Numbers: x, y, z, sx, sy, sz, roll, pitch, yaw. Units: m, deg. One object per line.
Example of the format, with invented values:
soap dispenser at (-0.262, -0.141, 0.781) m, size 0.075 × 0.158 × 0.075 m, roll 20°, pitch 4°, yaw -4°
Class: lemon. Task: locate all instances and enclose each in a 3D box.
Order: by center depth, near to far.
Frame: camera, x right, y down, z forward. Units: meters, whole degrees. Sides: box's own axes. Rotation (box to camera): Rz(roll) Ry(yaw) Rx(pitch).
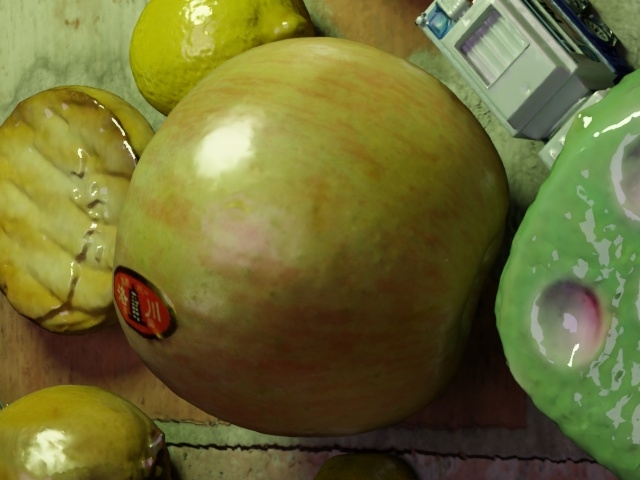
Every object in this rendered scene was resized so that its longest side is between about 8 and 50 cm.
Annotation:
lemon at (-0.106, -0.207, 1.875) m, size 0.244 × 0.187 × 0.186 m, roll -7°, pitch 85°, yaw 38°

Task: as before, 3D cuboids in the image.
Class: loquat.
loquat at (-0.285, 0.269, 1.980) m, size 0.238 × 0.238 × 0.193 m, roll 6°, pitch 110°, yaw 36°

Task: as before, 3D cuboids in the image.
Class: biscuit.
biscuit at (-0.286, -0.037, 2.058) m, size 0.296 × 0.102 × 0.296 m, roll 2°, pitch 93°, yaw 39°

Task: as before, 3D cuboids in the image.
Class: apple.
apple at (0.000, 0.000, 1.686) m, size 0.347 × 0.391 × 0.391 m, roll 23°, pitch 104°, yaw 16°

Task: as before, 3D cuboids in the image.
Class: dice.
dice at (0.363, 0.041, 1.444) m, size 0.330 × 0.322 × 0.318 m, roll 40°, pitch 112°, yaw 32°

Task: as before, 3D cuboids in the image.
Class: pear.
pear at (0.035, 0.291, 1.819) m, size 0.141 × 0.104 × 0.141 m, roll 1°, pitch 92°, yaw 33°

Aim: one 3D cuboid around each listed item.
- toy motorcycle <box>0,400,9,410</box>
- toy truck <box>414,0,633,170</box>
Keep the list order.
toy motorcycle at (-0.498, 0.162, 2.195) m, size 0.205 × 0.127 × 0.275 m, roll -5°, pitch 90°, yaw 39°
toy truck at (0.225, -0.144, 1.649) m, size 0.124 × 0.155 × 0.268 m, roll -49°, pitch 64°, yaw 25°
